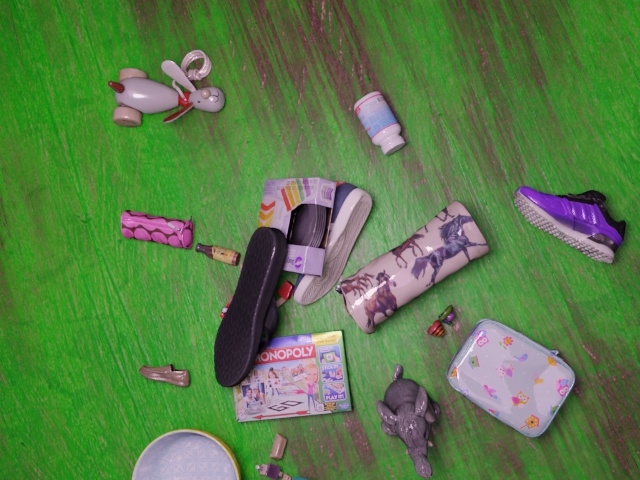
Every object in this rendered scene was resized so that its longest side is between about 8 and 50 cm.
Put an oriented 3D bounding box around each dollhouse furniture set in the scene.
[{"bbox_3d":[-0.123,0.588,1.585,0.081,0.091,0.115,-11,53,47],"label":"dollhouse furniture set"}]

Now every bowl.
[{"bbox_3d":[-0.329,0.629,1.537,0.289,0.156,0.290,-1,85,9],"label":"bowl"}]

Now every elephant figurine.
[{"bbox_3d":[0.221,0.434,1.429,0.185,0.239,0.170,30,90,10],"label":"elephant figurine"}]

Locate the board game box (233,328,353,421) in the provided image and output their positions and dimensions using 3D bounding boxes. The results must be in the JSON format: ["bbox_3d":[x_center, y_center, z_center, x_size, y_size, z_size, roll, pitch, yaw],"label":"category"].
[{"bbox_3d":[-0.082,0.365,1.580,0.316,0.046,0.214,-8,84,8],"label":"board game box"}]

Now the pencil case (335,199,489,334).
[{"bbox_3d":[0.240,0.068,1.493,0.410,0.183,0.160,-35,86,2],"label":"pencil case"}]

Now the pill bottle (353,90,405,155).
[{"bbox_3d":[0.163,-0.315,1.582,0.087,0.087,0.160,-29,81,5],"label":"pill bottle"}]

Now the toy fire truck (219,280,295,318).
[{"bbox_3d":[-0.174,0.169,1.610,0.135,0.047,0.192,35,91,9],"label":"toy fire truck"}]

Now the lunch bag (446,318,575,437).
[{"bbox_3d":[0.479,0.337,1.466,0.279,0.108,0.224,32,87,9],"label":"lunch bag"}]

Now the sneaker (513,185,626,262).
[{"bbox_3d":[0.642,-0.077,1.489,0.293,0.102,0.146,34,86,5],"label":"sneaker"}]

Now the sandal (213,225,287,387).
[{"bbox_3d":[-0.160,0.185,1.505,0.167,0.106,0.446,35,108,50],"label":"sandal"}]

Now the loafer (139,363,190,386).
[{"bbox_3d":[-0.431,0.368,1.630,0.147,0.056,0.050,14,86,-1],"label":"loafer"}]

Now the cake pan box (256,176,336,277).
[{"bbox_3d":[-0.071,-0.039,1.527,0.266,0.070,0.246,8,88,52],"label":"cake pan box"}]

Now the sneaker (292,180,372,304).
[{"bbox_3d":[0.000,0.000,1.573,0.148,0.131,0.350,32,96,31],"label":"sneaker"}]

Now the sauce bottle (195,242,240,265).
[{"bbox_3d":[-0.290,0.036,1.641,0.128,0.042,0.042,15,87,8],"label":"sauce bottle"}]

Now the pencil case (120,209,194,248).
[{"bbox_3d":[-0.463,-0.035,1.646,0.209,0.098,0.095,8,86,10],"label":"pencil case"}]

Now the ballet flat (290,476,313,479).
[{"bbox_3d":[0.008,0.673,1.538,0.188,0.070,0.070,12,87,11],"label":"ballet flat"}]

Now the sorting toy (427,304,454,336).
[{"bbox_3d":[0.324,0.215,1.525,0.042,0.061,0.102,40,115,9],"label":"sorting toy"}]

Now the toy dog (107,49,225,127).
[{"bbox_3d":[-0.457,-0.421,1.647,0.333,0.161,0.220,-19,83,7],"label":"toy dog"}]
